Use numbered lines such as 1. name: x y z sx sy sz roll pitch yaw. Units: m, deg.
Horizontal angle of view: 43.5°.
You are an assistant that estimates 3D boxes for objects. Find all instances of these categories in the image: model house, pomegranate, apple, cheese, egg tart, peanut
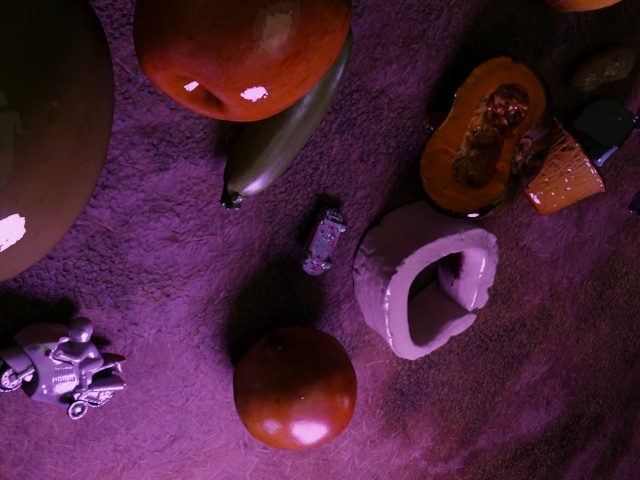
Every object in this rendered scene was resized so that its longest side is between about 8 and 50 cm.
1. model house: 0.631 -0.228 1.847 0.148 0.119 0.149 -47 163 -28
2. pomegranate: -0.057 0.297 1.655 0.264 0.264 0.264 -17 128 -23
3. apple: -0.118 -0.310 1.154 0.299 0.299 0.275 35 87 -43
4. cheese: 0.230 0.089 1.753 0.292 0.153 0.332 -16 129 -23
5. egg tart: 0.507 -0.159 1.739 0.170 0.215 0.215 -37 134 9
6. peanut: 0.613 -0.371 1.740 0.174 0.080 0.080 -27 131 -16
7. apple: -0.465 -0.176 0.930 0.473 0.473 0.474 -17 128 -23

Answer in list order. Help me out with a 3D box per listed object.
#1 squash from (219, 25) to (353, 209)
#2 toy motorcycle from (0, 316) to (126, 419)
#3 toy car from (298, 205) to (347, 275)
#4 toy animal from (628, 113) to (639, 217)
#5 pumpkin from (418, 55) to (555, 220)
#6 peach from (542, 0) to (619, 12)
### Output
1. squash: -0.055 -0.219 1.389 0.107 0.107 0.395 24 104 -41
2. toy motorcycle: -0.454 0.215 1.431 0.260 0.110 0.171 25 93 -47
3. toy car: 0.000 0.000 1.610 0.069 0.055 0.142 20 94 -41
4. toy animal: 0.919 -0.229 2.013 0.302 0.225 0.284 -41 154 -18
5. pumpkin: 0.329 -0.196 1.616 0.325 0.242 0.232 -60 161 9
6. peach: 0.504 -0.502 1.507 0.190 0.190 0.192 30 87 -42
